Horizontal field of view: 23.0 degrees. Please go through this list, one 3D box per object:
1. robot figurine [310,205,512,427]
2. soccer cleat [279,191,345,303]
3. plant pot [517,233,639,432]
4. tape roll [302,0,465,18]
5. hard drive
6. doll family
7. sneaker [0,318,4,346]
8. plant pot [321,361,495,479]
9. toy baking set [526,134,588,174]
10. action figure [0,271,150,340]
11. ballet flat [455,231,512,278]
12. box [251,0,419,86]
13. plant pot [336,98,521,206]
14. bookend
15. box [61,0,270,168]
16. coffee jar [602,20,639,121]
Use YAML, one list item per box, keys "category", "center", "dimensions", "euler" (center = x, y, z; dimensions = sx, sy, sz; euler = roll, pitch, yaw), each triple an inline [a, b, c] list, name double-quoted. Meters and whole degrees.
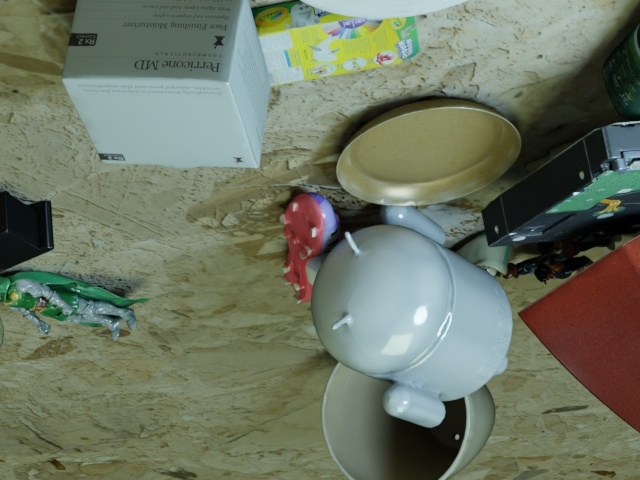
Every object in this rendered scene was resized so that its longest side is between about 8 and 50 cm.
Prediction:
- category: "robot figurine"
  center: [0.122, 0.097, 2.105]
  dimensions: [0.199, 0.300, 0.353]
  euler: [-16, 155, 31]
- category: "soccer cleat"
  center: [0.000, 0.000, 2.138]
  dimensions: [0.095, 0.083, 0.248]
  euler: [-28, 154, -20]
- category: "plant pot"
  center: [0.480, 0.105, 2.126]
  dimensions: [0.267, 0.236, 0.267]
  euler: [-26, 171, -32]
- category: "tape roll"
  center: [0.077, -0.332, 1.488]
  dimensions: [0.286, 0.100, 0.286]
  euler: [-6, 153, -3]
- category: "hard drive"
  center: [0.376, -0.073, 1.979]
  dimensions: [0.236, 0.064, 0.339]
  euler: [-6, 167, -20]
- category: "doll family"
  center: [0.336, 0.022, 2.256]
  dimensions: [0.111, 0.076, 0.193]
  euler: [-15, 154, -32]
- category: "sneaker"
  center: [-0.602, 0.118, 2.045]
  dimensions: [0.410, 0.182, 0.158]
  euler: [20, 144, -37]
- category: "plant pot"
  center: [0.177, 0.281, 2.565]
  dimensions: [0.256, 0.257, 0.274]
  euler: [-23, 166, 25]
- category: "toy baking set"
  center: [0.402, -0.109, 2.083]
  dimensions: [0.256, 0.030, 0.196]
  euler: [-23, 156, 38]
- category: "action figure"
  center: [-0.372, 0.088, 2.206]
  dimensions: [0.232, 0.063, 0.137]
  euler: [17, 146, -34]
- category: "ballet flat"
  center: [0.188, 0.068, 2.297]
  dimensions: [0.086, 0.086, 0.248]
  euler: [12, 146, -34]
- category: "box"
  center: [0.017, -0.226, 1.735]
  dimensions: [0.179, 0.043, 0.105]
  euler: [-8, 152, 4]
- category: "plant pot"
  center: [0.135, -0.114, 1.991]
  dimensions: [0.236, 0.032, 0.236]
  euler: [-7, 152, -4]
- category: "bookend"
  center: [-0.443, -0.020, 1.962]
  dimensions: [0.156, 0.072, 0.157]
  euler: [-22, 149, 22]
- category: "box"
  center: [-0.158, -0.169, 1.669]
  dimensions: [0.181, 0.119, 0.182]
  euler: [2, 154, 9]
- category: "coffee jar"
  center: [0.395, -0.220, 1.794]
  dimensions: [0.079, 0.096, 0.184]
  euler: [-5, 153, -19]
